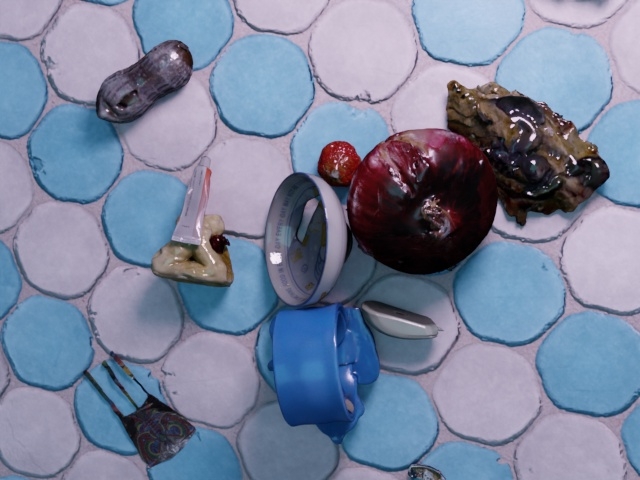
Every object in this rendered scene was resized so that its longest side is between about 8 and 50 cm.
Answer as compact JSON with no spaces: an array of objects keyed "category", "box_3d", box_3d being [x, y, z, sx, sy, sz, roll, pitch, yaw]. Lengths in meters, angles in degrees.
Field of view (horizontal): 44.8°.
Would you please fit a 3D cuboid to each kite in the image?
[{"category":"kite","box_3d":[-0.424,0.383,1.781,0.152,0.015,0.285,-41,88,10]}]

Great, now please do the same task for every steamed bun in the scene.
[{"category":"steamed bun","box_3d":[-0.265,0.015,1.672,0.172,0.141,0.155,7,83,5]}]

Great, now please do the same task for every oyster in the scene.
[{"category":"oyster","box_3d":[0.409,-0.206,1.561,0.221,0.096,0.361,-36,92,4]}]

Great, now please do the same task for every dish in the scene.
[{"category":"dish","box_3d":[0.000,0.000,1.600,0.134,0.273,0.273,2,97,-31]}]

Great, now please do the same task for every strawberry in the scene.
[{"category":"strawberry","box_3d":[0.038,-0.158,1.619,0.106,0.106,0.106,1,95,9]}]

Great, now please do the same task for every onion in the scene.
[{"category":"onion","box_3d":[0.210,-0.067,1.521,0.314,0.232,0.314,-8,119,-15]}]

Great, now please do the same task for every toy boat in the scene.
[{"category":"toy boat","box_3d":[0.230,0.506,1.681,0.083,0.038,0.038,10,97,9]}]

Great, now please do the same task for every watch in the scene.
[{"category":"watch","box_3d":[-0.006,0.284,1.577,0.241,0.274,0.305,-10,89,9]}]

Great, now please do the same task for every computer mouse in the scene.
[{"category":"computer mouse","box_3d":[0.169,0.177,1.636,0.181,0.089,0.056,16,108,5]}]

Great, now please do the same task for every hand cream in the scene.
[{"category":"hand cream","box_3d":[-0.261,-0.087,1.647,0.052,0.038,0.216,-4,58,22]}]

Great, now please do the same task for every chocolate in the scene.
[{"category":"chocolate","box_3d":[-0.376,-0.338,1.663,0.248,0.110,0.110,-29,90,7]}]
